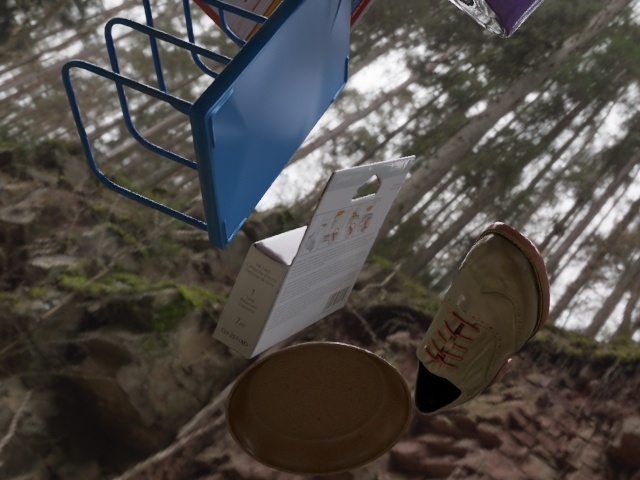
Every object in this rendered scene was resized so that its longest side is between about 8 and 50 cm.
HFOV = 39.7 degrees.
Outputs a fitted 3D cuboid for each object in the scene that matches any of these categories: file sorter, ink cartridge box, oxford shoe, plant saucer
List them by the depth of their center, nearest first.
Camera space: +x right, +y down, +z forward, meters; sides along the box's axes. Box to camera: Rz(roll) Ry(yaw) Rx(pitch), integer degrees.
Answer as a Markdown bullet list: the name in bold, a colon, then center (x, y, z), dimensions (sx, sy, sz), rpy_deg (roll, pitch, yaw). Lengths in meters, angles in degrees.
- **plant saucer**: center (-0.001, 0.073, 0.399), dimensions (0.083, 0.015, 0.083), rpy_deg (-1, -54, -2)
- **file sorter**: center (-0.063, -0.108, 0.556), dimensions (0.104, 0.170, 0.118), rpy_deg (24, -33, 16)
- **ink cartridge box**: center (0.000, 0.000, 1.071), dimensions (0.060, 0.275, 0.239), rpy_deg (30, -71, 17)
- **oxford shoe**: center (0.225, 0.137, 1.297), dimensions (0.140, 0.146, 0.397), rpy_deg (38, -33, 27)

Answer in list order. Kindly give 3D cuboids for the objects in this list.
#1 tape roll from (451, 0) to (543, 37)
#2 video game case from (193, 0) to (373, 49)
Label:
- **tape roll**: center (0.081, -0.224, 0.567), dimensions (0.189, 0.189, 0.080), rpy_deg (45, -79, 7)
- **video game case**: center (-0.040, -0.332, 1.184), dimensions (0.025, 0.204, 0.285), rpy_deg (36, -1, 32)
